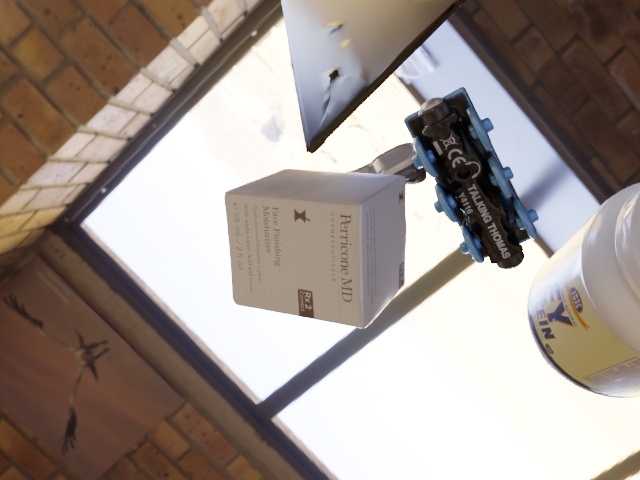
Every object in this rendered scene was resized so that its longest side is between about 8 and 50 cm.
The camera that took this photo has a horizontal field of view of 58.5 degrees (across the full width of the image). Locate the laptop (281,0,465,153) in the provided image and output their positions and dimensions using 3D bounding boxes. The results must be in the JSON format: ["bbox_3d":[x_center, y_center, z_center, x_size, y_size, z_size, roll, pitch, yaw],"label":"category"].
[{"bbox_3d":[0.171,-0.326,0.727,0.236,0.407,0.382,99,166,-51],"label":"laptop"}]

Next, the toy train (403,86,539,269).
[{"bbox_3d":[0.147,-0.059,0.557,0.184,0.080,0.105,58,-160,-15],"label":"toy train"}]

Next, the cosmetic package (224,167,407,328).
[{"bbox_3d":[0.000,0.000,0.721,0.183,0.152,0.151,6,-160,27],"label":"cosmetic package"}]

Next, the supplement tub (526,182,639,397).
[{"bbox_3d":[0.424,0.065,0.734,0.235,0.235,0.325,49,167,19],"label":"supplement tub"}]

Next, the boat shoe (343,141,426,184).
[{"bbox_3d":[0.069,-0.076,0.889,0.065,0.206,0.075,52,-161,-33],"label":"boat shoe"}]
